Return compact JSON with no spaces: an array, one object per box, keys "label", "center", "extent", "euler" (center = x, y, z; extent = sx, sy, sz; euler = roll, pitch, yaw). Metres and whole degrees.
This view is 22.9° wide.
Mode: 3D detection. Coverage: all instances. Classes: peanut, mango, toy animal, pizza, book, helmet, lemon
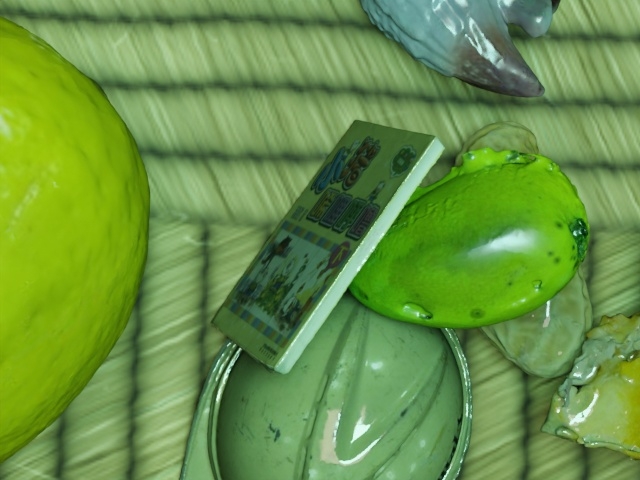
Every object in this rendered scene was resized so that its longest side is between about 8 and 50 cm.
[{"label":"peanut","center":[0.147,0.008,1.174],"extent":[0.093,0.083,0.194],"euler":[-17,87,26]},{"label":"mango","center":[0.100,0.006,1.094],"extent":[0.178,0.119,0.100],"euler":[-15,130,20]},{"label":"toy animal","center":[0.067,-0.204,1.165],"extent":[0.324,0.090,0.195],"euler":[8,65,0]},{"label":"pizza","center":[0.291,0.080,1.171],"extent":[0.297,0.071,0.189],"euler":[-38,108,-18]},{"label":"book","center":[0.000,0.000,1.120],"extent":[0.013,0.168,0.192],"euler":[36,86,-20]},{"label":"helmet","center":[0.011,0.145,1.132],"extent":[0.204,0.137,0.257],"euler":[27,87,-4]},{"label":"lemon","center":[-0.279,0.002,1.016],"extent":[0.348,0.348,0.348],"euler":[0,89,-5]}]
